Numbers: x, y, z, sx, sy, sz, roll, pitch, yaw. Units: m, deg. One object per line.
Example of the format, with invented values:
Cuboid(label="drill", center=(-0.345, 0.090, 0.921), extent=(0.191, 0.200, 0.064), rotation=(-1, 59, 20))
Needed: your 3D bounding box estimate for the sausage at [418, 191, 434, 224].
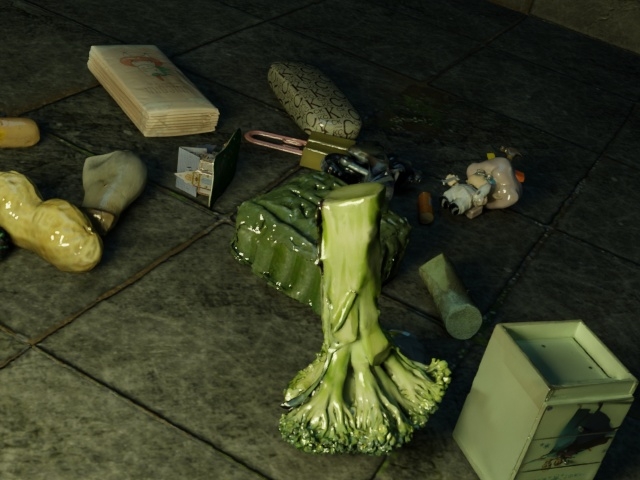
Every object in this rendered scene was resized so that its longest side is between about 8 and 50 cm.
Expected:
Cuboid(label="sausage", center=(0.213, -0.069, 1.915), extent=(0.031, 0.031, 0.107), rotation=(13, 29, -3))

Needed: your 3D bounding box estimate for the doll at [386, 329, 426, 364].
Cuboid(label="doll", center=(0.095, 0.166, 1.448), extent=(0.180, 0.079, 0.094), rotation=(26, 60, 31))

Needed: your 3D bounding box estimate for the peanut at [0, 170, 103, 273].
Cuboid(label="peanut", center=(-0.438, -0.027, 1.494), extent=(0.229, 0.098, 0.103), rotation=(28, 77, 16))

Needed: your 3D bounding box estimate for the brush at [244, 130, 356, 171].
Cuboid(label="brush", center=(-0.046, -0.200, 2.000), extent=(0.233, 0.047, 0.103), rotation=(16, 30, 4))

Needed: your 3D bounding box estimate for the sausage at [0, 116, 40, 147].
Cuboid(label="sausage", center=(-0.659, -0.193, 1.713), extent=(0.301, 0.066, 0.066), rotation=(-5, 36, -33))

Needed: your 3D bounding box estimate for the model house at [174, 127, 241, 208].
Cuboid(label="model house", center=(-0.217, -0.145, 1.777), extent=(0.088, 0.117, 0.167), rotation=(15, 34, 7))

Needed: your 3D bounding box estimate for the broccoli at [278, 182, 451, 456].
Cuboid(label="broccoli", center=(0.053, 0.100, 1.268), extent=(0.221, 0.361, 0.252), rotation=(15, 7, 38))

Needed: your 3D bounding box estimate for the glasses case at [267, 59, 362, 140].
Cuboid(label="glasses case", center=(-0.016, -0.324, 2.176), extent=(0.137, 0.085, 0.354), rotation=(2, 33, -25))

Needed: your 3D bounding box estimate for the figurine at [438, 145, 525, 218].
Cuboid(label="figurine", center=(0.343, -0.108, 1.965), extent=(0.229, 0.112, 0.137), rotation=(-27, 41, -31))

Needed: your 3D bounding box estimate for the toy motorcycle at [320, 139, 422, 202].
Cuboid(label="toy motorcycle", center=(0.119, -0.129, 1.903), extent=(0.159, 0.106, 0.270), rotation=(38, 27, 28))

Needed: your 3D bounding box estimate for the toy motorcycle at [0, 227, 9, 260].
Cuboid(label="toy motorcycle", center=(-0.575, -0.019, 1.410), extent=(0.213, 0.122, 0.082), rotation=(-2, 3, -25))

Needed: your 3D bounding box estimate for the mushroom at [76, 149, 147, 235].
Cuboid(label="mushroom", center=(-0.362, -0.082, 1.645), extent=(0.116, 0.093, 0.225), rotation=(-3, 42, -1))

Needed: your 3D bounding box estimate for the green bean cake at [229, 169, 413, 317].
Cuboid(label="green bean cake", center=(0.000, 0.000, 1.622), extent=(0.241, 0.132, 0.255), rotation=(34, 35, 23))

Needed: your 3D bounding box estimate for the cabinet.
Cuboid(label="cabinet", center=(0.301, 0.233, 1.287), extent=(0.145, 0.206, 0.150), rotation=(0, 34, -24))

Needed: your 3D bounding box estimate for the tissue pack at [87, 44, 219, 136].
Cuboid(label="tissue pack", center=(-0.366, -0.330, 2.051), extent=(0.170, 0.071, 0.325), rotation=(-6, 36, -34))

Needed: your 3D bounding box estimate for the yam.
Cuboid(label="yam", center=(0.221, 0.091, 1.620), extent=(0.068, 0.068, 0.169), rotation=(4, 32, -17))
